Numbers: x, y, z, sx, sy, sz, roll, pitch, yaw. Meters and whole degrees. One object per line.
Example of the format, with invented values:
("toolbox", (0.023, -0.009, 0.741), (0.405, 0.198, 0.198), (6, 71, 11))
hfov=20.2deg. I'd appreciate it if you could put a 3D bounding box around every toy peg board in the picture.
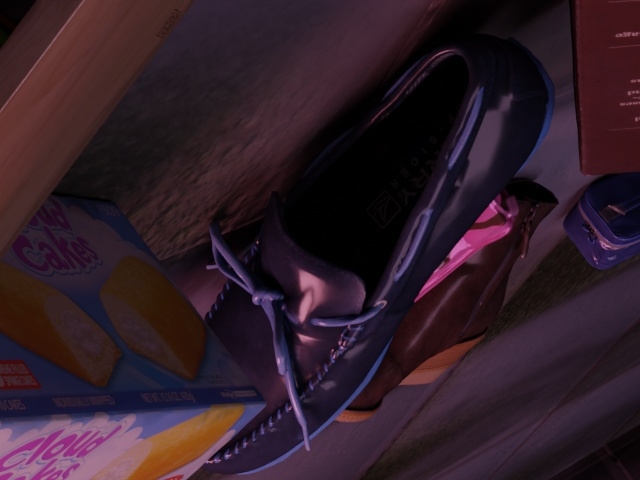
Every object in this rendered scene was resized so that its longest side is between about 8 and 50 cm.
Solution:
("toy peg board", (-0.139, -0.068, 0.723), (0.161, 0.079, 0.160), (-52, 177, 3))

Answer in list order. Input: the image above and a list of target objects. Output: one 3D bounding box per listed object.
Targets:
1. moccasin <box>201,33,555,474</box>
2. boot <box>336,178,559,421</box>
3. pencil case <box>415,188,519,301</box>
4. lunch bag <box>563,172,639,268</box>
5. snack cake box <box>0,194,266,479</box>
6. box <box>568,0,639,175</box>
("moccasin", (0.000, 0.000, 1.131), (0.342, 0.138, 0.117), (-56, 154, 11))
("boot", (0.077, 0.037, 1.451), (0.248, 0.090, 0.207), (-7, 134, -56))
("pencil case", (0.040, 0.012, 1.241), (0.209, 0.098, 0.095), (-41, 162, 9))
("lunch bag", (0.276, -0.023, 1.659), (0.098, 0.067, 0.065), (-24, 158, -32))
("snack cake box", (-0.153, 0.054, 0.883), (0.089, 0.152, 0.264), (-43, 162, 16))
("box", (0.232, -0.156, 0.997), (0.191, 0.143, 0.381), (-4, 163, 7))
